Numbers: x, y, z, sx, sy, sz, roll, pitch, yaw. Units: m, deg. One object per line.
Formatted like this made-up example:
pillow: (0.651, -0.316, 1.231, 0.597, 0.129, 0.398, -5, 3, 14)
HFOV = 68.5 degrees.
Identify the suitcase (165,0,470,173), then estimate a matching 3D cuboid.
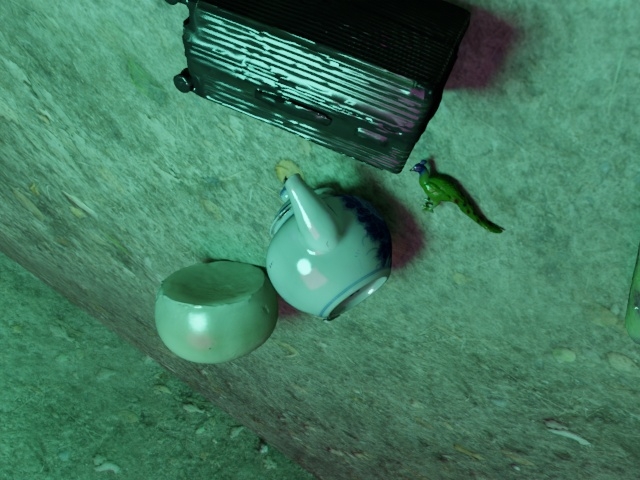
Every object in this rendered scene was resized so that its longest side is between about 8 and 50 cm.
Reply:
suitcase: (0.005, -0.253, 0.614, 0.334, 0.230, 0.152, 23, 144, 8)

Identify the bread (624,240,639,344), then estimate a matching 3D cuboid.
bread: (0.552, 0.033, 0.663, 0.187, 0.155, 0.339, 9, 140, 31)

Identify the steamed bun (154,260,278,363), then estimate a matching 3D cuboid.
steamed bun: (-0.272, 0.197, 1.255, 0.323, 0.324, 0.207, 10, 113, 24)

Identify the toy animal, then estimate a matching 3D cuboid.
toy animal: (0.233, -0.065, 0.854, 0.216, 0.041, 0.075, 37, 142, -19)

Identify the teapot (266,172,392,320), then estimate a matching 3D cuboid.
teapot: (0.000, 0.000, 0.935, 0.280, 0.252, 0.424, 55, 175, 19)
